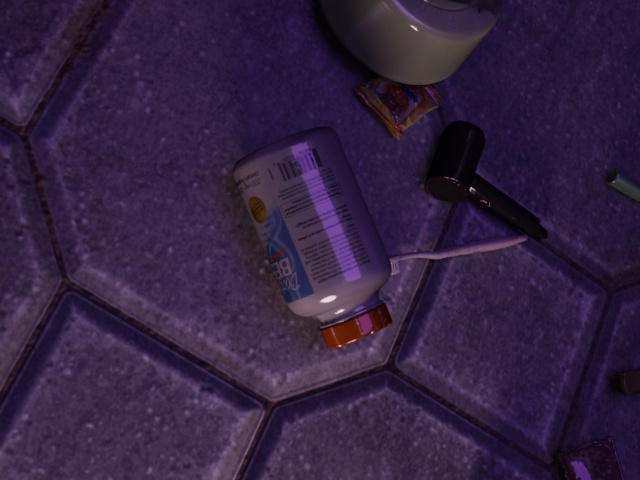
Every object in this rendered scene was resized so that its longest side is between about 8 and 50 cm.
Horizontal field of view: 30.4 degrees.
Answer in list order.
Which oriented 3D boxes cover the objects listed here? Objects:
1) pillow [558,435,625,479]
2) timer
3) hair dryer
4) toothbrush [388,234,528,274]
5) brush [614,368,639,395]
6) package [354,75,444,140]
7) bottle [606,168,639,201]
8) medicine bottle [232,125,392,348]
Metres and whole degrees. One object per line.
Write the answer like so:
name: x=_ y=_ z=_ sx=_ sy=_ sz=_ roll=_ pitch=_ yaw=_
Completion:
pillow: x=0.437 y=0.404 z=1.837 sx=0.118 sy=0.043 sz=0.185 roll=-12 pitch=81 yaw=-25
timer: x=0.185 y=-0.421 z=1.722 sx=0.291 sy=0.315 sz=0.291 roll=11 pitch=66 yaw=-26
hair dryer: x=0.279 y=-0.082 z=1.856 sx=0.248 sy=0.070 sz=0.114 roll=31 pitch=65 yaw=-24
toothbrush: x=0.200 y=0.022 z=1.807 sx=0.307 sy=0.025 sz=0.029 roll=-10 pitch=91 yaw=-30
brush: x=0.579 y=0.228 z=1.966 sx=0.248 sy=0.036 sz=0.043 roll=-2 pitch=83 yaw=-36
package: x=0.123 y=-0.225 z=1.820 sx=0.121 sy=0.031 sz=0.108 roll=-42 pitch=99 yaw=-31
bottle: x=0.529 y=-0.093 z=2.015 sx=0.083 sy=0.030 sz=0.030 roll=27 pitch=66 yaw=-22
medicine bottle: x=0.000 y=0.000 z=1.623 sx=0.157 sy=0.157 sz=0.288 roll=-22 pitch=89 yaw=-31
